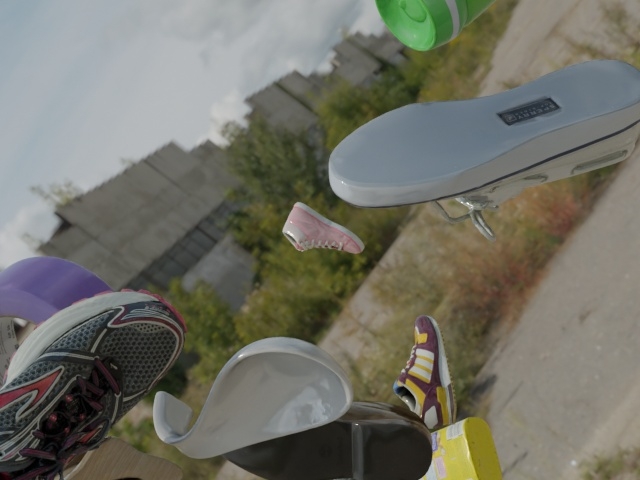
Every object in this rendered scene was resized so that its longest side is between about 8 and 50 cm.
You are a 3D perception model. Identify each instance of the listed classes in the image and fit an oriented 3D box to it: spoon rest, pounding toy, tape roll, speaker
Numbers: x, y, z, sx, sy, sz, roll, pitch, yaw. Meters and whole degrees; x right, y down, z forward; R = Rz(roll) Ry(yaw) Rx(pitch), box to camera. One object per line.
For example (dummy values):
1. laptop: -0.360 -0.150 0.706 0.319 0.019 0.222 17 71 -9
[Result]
1. spoon rest: -0.083 0.175 1.063 0.276 0.137 0.084 -26 37 40
2. pounding toy: -0.235 0.322 0.991 0.269 0.154 0.155 -49 21 -27
3. tape roll: -0.287 0.117 1.033 0.189 0.189 0.080 -53 0 30
4. speaker: 0.207 -0.368 1.258 0.296 0.131 0.131 -41 -3 -18

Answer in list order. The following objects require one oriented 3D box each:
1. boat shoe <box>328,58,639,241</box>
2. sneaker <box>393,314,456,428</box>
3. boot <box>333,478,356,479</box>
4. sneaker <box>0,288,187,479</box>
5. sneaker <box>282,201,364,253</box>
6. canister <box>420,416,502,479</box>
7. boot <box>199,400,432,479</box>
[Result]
1. boat shoe: 0.190 -0.081 1.117 0.367 0.136 0.156 -19 -44 -10
2. sneaker: 0.144 0.189 1.460 0.070 0.083 0.185 86 176 -49
3. boot: 0.052 0.446 1.388 0.161 0.083 0.247 149 123 -82
4. sneaker: -0.231 0.160 0.835 0.299 0.121 0.112 -39 33 -18
5. sneaker: 0.000 0.000 1.612 0.070 0.134 0.051 -57 -5 -19
6. canister: 0.212 0.376 1.660 0.073 0.126 0.170 8 -30 -40
7. boot: -0.005 0.252 1.313 0.115 0.305 0.112 -55 -29 -77
